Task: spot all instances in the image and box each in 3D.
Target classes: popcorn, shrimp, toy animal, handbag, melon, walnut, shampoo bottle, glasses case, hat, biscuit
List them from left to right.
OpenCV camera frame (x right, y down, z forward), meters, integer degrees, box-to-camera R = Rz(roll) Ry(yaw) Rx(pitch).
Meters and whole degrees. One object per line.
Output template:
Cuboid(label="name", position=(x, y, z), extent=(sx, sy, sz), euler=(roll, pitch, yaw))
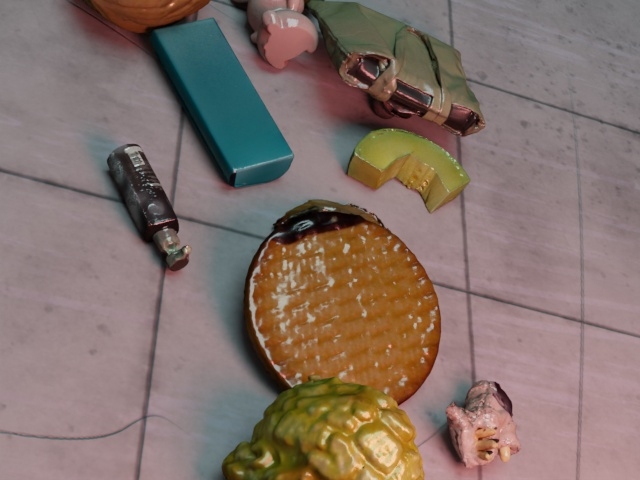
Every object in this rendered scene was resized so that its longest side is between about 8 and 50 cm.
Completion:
Cuboid(label="walnut", position=(-0.277, -0.451, 2.013), extent=(0.225, 0.225, 0.261), euler=(44, 55, 10))
Cuboid(label="shampoo bottle", position=(-0.247, -0.047, 1.811), extent=(0.057, 0.063, 0.207), euler=(-19, 65, -26))
Cuboid(label="glasses case", position=(-0.164, -0.221, 1.990), extent=(0.117, 0.070, 0.301), euler=(-16, 65, -28))
Cuboid(label="toy animal", position=(-0.078, -0.403, 2.144), extent=(0.124, 0.124, 0.212), euler=(0, 49, -26))
Cuboid(label="shrimp", position=(0.000, -0.001, 1.909), extent=(0.253, 0.058, 0.173), euler=(-8, 53, -31))
Cuboid(label="popcorn", position=(0.005, 0.295, 1.591), extent=(0.252, 0.206, 0.236), euler=(-19, 77, -1))
Cuboid(label="biscuit", position=(0.034, 0.106, 1.803), extent=(0.318, 0.040, 0.317), euler=(9, 66, -22))
Cuboid(label="hat", position=(0.119, -0.225, 2.142), extent=(0.058, 0.042, 0.087), euler=(1, 38, -34))
Cuboid(label="handbag", position=(0.136, -0.309, 2.134), extent=(0.316, 0.109, 0.253), euler=(23, 29, -22))
Cuboid(label="melon", position=(0.147, -0.119, 2.067), extent=(0.210, 0.064, 0.118), euler=(26, 47, -9))

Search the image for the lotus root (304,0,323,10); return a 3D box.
Cuboid(label="lotus root", position=(-0.080, -0.544, 2.235), extent=(0.146, 0.131, 0.303), euler=(-21, 66, -38))

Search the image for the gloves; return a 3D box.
Cuboid(label="gloves", position=(0.232, 0.267, 1.788), extent=(0.144, 0.094, 0.110), euler=(-23, 91, -61))
